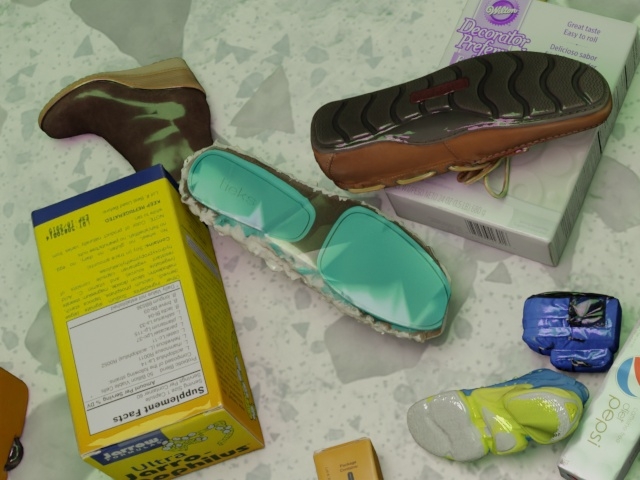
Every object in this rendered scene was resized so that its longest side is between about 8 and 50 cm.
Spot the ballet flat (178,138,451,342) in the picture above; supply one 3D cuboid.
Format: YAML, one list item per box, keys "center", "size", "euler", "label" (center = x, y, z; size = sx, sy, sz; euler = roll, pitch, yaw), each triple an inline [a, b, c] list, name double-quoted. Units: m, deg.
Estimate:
- center: [0.000, 0.000, 1.913]
  size: [0.409, 0.147, 0.147]
  euler: [33, 79, 10]
  label: "ballet flat"

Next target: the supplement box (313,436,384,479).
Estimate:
- center: [0.056, 0.367, 1.787]
  size: [0.078, 0.080, 0.233]
  euler: [-16, 67, 7]
  label: "supplement box"

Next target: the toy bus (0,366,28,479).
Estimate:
- center: [-0.497, 0.325, 1.934]
  size: [0.130, 0.108, 0.332]
  euler: [10, 72, 19]
  label: "toy bus"

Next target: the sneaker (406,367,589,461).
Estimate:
- center: [0.230, 0.215, 1.808]
  size: [0.240, 0.126, 0.091]
  euler: [-7, 100, 38]
  label: "sneaker"

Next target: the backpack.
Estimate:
- center: [0.311, 0.113, 1.810]
  size: [0.120, 0.098, 0.101]
  euler: [4, 73, 16]
  label: "backpack"

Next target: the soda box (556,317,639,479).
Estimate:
- center: [0.373, 0.207, 1.771]
  size: [0.074, 0.069, 0.216]
  euler: [28, 78, 22]
  label: "soda box"

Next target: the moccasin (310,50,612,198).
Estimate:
- center: [0.181, -0.135, 1.830]
  size: [0.380, 0.147, 0.139]
  euler: [-17, 51, 13]
  label: "moccasin"

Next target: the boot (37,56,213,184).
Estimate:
- center: [-0.274, -0.145, 2.076]
  size: [0.248, 0.090, 0.207]
  euler: [-20, 63, 2]
  label: "boot"

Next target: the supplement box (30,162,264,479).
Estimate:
- center: [-0.226, 0.116, 1.899]
  size: [0.194, 0.195, 0.356]
  euler: [-20, 64, 7]
  label: "supplement box"

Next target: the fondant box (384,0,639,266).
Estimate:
- center: [0.259, -0.158, 1.937]
  size: [0.238, 0.096, 0.330]
  euler: [18, 73, 21]
  label: "fondant box"
